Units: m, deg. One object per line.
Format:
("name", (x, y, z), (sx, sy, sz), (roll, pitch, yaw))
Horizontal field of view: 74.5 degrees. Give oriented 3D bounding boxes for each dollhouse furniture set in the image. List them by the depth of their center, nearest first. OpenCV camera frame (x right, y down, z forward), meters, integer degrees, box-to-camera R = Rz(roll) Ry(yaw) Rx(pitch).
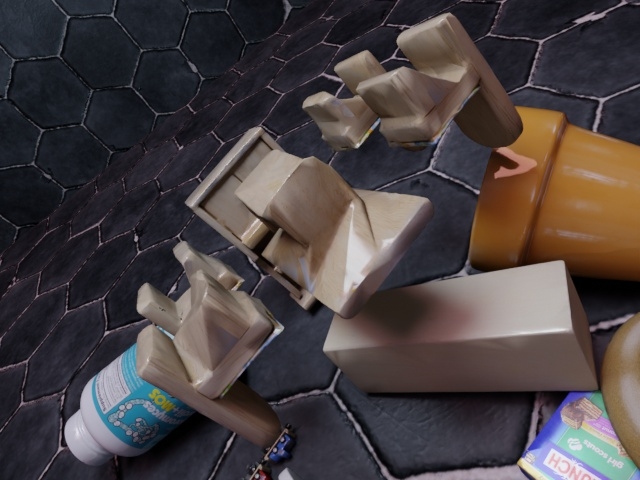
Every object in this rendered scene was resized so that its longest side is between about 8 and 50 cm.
("dollhouse furniture set", (0.000, 0.000, 0.525), (0.362, 0.256, 0.394), (-51, 25, -7))

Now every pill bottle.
("pill bottle", (-0.265, 0.234, 0.669), (0.264, 0.146, 0.146), (-39, 39, 0))

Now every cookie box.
("cookie box", (0.255, 0.202, 0.389), (0.107, 0.040, 0.092), (-46, 41, -10))

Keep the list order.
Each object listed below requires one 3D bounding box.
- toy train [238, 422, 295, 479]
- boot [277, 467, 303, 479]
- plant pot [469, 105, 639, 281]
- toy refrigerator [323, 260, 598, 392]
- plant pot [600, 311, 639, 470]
("toy train", (-0.084, 0.313, 0.548), (0.036, 0.027, 0.158), (21, 67, 43))
("boot", (-0.012, 0.338, 0.435), (0.086, 0.069, 0.190), (-43, 41, -11))
("plant pot", (0.298, -0.040, 0.486), (0.188, 0.205, 0.205), (16, 62, 28))
("toy refrigerator", (0.147, 0.107, 0.484), (0.269, 0.102, 0.094), (-16, 36, 36))
("plant pot", (0.368, 0.134, 0.338), (0.236, 0.032, 0.236), (-11, 46, 11))
